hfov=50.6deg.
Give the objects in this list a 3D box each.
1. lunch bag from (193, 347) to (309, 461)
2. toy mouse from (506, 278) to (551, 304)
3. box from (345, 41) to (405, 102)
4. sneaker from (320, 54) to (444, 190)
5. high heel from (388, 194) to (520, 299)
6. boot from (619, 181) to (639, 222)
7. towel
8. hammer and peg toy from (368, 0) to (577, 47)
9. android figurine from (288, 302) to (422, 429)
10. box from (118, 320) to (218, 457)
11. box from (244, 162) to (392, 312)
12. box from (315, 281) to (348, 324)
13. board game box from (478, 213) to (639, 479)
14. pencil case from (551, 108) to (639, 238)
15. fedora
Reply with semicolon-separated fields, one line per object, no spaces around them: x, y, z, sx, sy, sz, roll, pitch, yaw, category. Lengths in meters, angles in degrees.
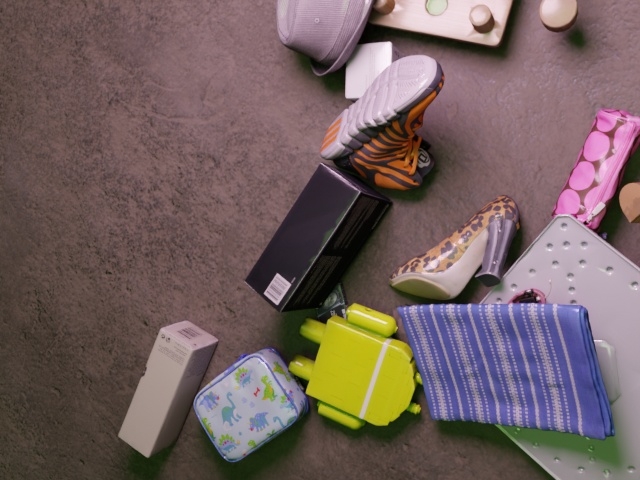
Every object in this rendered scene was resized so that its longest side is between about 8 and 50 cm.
-0.144;0.335;1.403;0.219;0.090;0.176;-39;80;19;lunch bag
0.340;0.130;1.119;0.143;0.031;0.161;10;112;29;toy mouse
0.103;-0.305;1.258;0.087;0.101;0.102;1;92;22;box
0.149;-0.194;1.185;0.180;0.321;0.124;27;65;-19;sneaker
0.247;0.011;1.257;0.261;0.093;0.186;-12;45;47;high heel
0.587;0.026;1.007;0.104;0.211;0.295;126;135;-52;boot
0.303;0.217;1.139;0.336;0.040;0.243;-5;111;39;towel
0.276;-0.475;1.167;0.361;0.127;0.265;17;97;20;hammer and peg toy
0.076;0.253;1.321;0.273;0.056;0.248;19;104;15;android figurine
-0.329;0.318;1.465;0.094;0.113;0.275;28;102;18;box
0.000;0.000;1.264;0.103;0.184;0.261;38;101;23;box
0.022;0.132;1.363;0.067;0.018;0.083;-14;88;22;box
0.442;0.210;1.134;0.390;0.050;0.390;42;123;14;board game box
0.469;-0.115;1.128;0.095;0.098;0.209;20;101;8;pencil case
0.001;-0.442;1.214;0.243;0.124;0.275;-115;42;-52;fedora
